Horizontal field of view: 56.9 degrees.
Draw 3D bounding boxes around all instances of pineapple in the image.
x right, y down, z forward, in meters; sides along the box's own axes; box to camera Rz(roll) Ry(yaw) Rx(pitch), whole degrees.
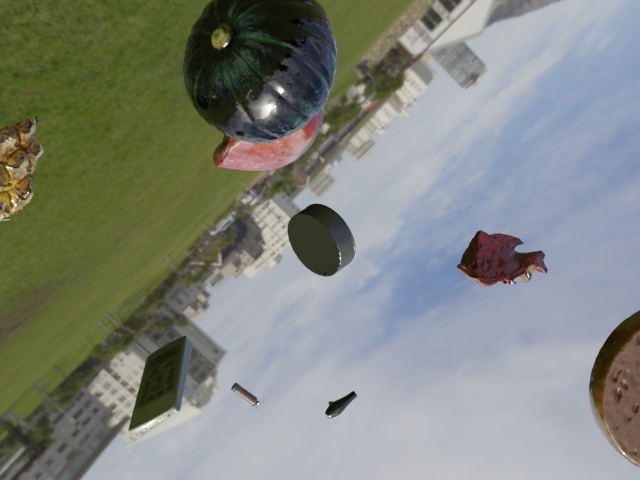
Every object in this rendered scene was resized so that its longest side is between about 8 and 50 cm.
[{"bbox_3d":[-0.650,-0.088,1.076,0.335,0.158,0.161,-24,-163,-6],"label":"pineapple"}]

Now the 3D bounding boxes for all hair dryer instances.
[{"bbox_3d":[0.038,0.352,1.290,0.079,0.031,0.083,-35,-174,-13],"label":"hair dryer"}]

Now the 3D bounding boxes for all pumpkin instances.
[{"bbox_3d":[-0.073,-0.262,0.913,0.248,0.248,0.248,-45,-173,7],"label":"pumpkin"}]

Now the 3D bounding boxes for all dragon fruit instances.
[{"bbox_3d":[0.404,0.043,1.312,0.192,0.122,0.092,-4,167,-13],"label":"dragon fruit"}]

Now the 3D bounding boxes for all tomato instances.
[{"bbox_3d":[-0.089,-0.238,1.166,0.309,0.170,0.309,-60,-165,27],"label":"tomato"}]

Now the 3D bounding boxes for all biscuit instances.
[{"bbox_3d":[0.324,0.104,0.452,0.237,0.179,0.039,-9,-173,-1],"label":"biscuit"}]

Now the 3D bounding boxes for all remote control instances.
[{"bbox_3d":[-0.358,0.321,1.334,0.123,0.038,0.285,-30,-159,7],"label":"remote control"}]

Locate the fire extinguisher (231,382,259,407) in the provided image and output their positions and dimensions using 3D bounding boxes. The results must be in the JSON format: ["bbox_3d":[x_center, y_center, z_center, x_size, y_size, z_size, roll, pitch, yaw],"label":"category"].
[{"bbox_3d":[-0.182,0.381,1.448,0.028,0.083,0.022,-43,-165,29],"label":"fire extinguisher"}]

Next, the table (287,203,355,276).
[{"bbox_3d":[0.000,0.000,1.096,0.043,0.133,0.133,-35,180,-36],"label":"table"}]
